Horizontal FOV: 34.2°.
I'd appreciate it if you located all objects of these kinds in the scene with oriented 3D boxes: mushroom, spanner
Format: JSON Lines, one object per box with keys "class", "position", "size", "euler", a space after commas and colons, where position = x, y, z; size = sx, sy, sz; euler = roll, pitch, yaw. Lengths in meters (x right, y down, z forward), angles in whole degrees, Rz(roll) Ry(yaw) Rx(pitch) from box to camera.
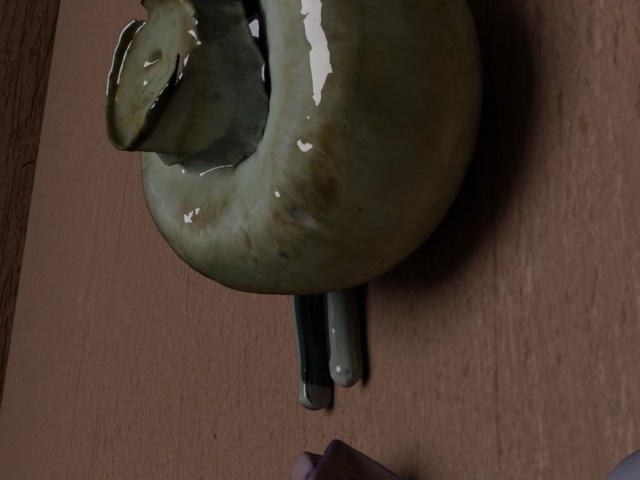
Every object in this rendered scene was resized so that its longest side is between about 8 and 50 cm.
{"class": "mushroom", "position": [-0.026, -0.121, 0.840], "size": [0.352, 0.260, 0.352], "euler": [-21, 65, 54]}
{"class": "spanner", "position": [0.000, 0.000, 0.999], "size": [0.095, 0.040, 0.325], "euler": [-43, 42, 48]}

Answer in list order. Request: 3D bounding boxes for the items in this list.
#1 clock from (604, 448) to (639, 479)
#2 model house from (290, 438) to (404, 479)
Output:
{"class": "clock", "position": [0.199, 0.138, 0.472], "size": [0.176, 0.080, 0.117], "euler": [38, 113, 62]}
{"class": "model house", "position": [-0.031, 0.275, 0.734], "size": [0.237, 0.202, 0.237], "euler": [44, 117, 61]}
